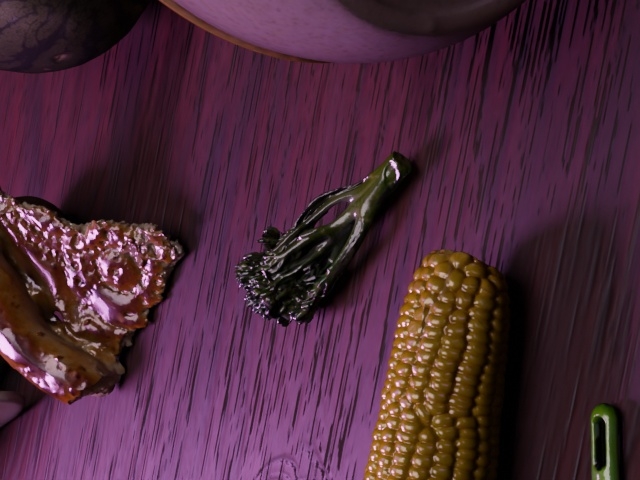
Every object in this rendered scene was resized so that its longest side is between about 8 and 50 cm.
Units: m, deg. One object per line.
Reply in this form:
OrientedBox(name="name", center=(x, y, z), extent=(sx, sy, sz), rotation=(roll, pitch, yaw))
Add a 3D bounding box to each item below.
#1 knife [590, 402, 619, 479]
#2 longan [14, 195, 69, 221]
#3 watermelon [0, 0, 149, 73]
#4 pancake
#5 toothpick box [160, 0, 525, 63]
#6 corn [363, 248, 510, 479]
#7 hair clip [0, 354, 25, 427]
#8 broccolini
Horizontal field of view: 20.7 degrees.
OrientedBox(name="knife", center=(0.205, 0.226, 1.290), extent=(0.054, 0.015, 0.212), rotation=(-10, 77, 56))
OrientedBox(name="longan", center=(-0.305, 0.010, 1.849), extent=(0.106, 0.106, 0.119), rotation=(26, 145, 48))
OrientedBox(name="watermelon", center=(-0.298, -0.307, 1.748), extent=(0.359, 0.279, 0.278), rotation=(29, 106, 49))
OrientedBox(name="pancake", center=(-0.254, 0.030, 1.743), extent=(0.244, 0.057, 0.266), rotation=(-24, 95, 25))
OrientedBox(name="toothpick box", center=(-0.020, -0.352, 1.337), extent=(0.425, 0.409, 0.409), rotation=(36, 111, 49))
OrientedBox(name="corn", center=(0.089, 0.160, 1.365), extent=(0.106, 0.106, 0.305), rotation=(7, 89, 49))
OrientedBox(name="hair clip", center=(-0.422, 0.200, 1.905), extent=(0.282, 0.172, 0.113), rotation=(-47, 59, 21))
OrientedBox(name="broccolini", center=(0.013, -0.001, 1.530), extent=(0.203, 0.068, 0.091), rotation=(-38, 69, 21))
